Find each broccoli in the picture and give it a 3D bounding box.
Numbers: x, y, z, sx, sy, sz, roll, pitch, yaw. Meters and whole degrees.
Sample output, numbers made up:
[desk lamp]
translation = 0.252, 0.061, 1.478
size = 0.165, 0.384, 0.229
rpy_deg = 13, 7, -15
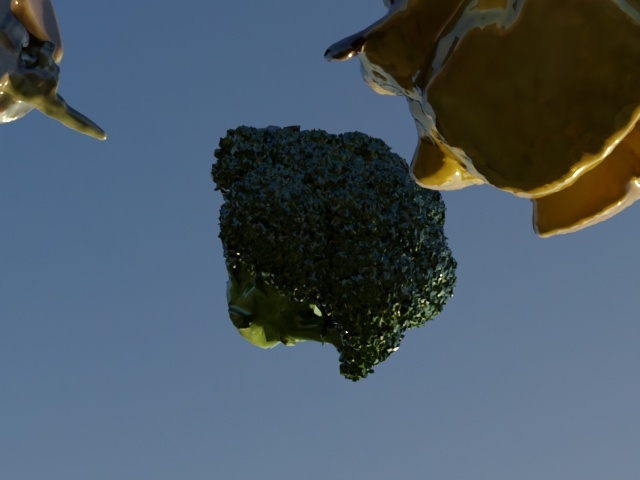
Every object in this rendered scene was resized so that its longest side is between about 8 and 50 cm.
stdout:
[broccoli]
translation = 0.000, 0.000, 1.146
size = 0.156, 0.195, 0.195
rpy_deg = -34, -72, 27

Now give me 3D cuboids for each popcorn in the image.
[popcorn]
translation = 0.081, -0.083, 0.607
size = 0.152, 0.167, 0.148
rpy_deg = 11, -41, -16

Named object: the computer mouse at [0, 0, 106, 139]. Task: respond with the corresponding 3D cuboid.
[computer mouse]
translation = -0.301, -0.182, 1.145
size = 0.389, 0.199, 0.115
rpy_deg = 38, -37, -19
